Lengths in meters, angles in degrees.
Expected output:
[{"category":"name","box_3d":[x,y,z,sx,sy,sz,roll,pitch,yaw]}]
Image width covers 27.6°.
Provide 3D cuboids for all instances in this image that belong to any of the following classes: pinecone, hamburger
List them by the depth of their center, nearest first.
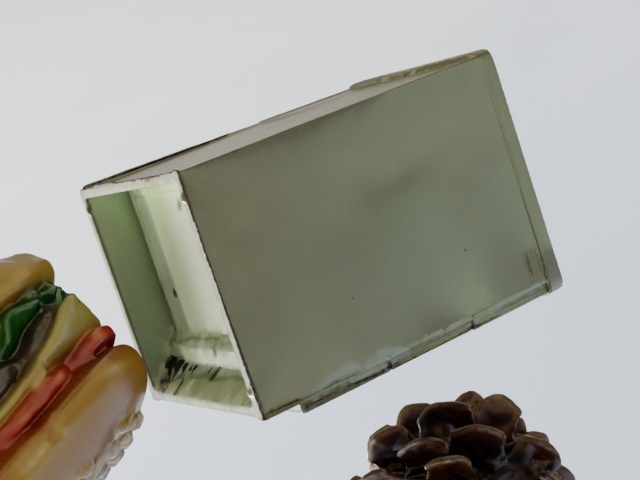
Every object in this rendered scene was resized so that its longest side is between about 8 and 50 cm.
[{"category":"hamburger","box_3d":[-0.151,0.084,0.581,0.162,0.115,0.162,-51,180,0]},{"category":"pinecone","box_3d":[0.116,0.235,1.085,0.208,0.207,0.208,-13,-156,6]}]

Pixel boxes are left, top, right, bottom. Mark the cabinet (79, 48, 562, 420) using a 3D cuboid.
[{"category":"cabinet","box_3d":[0.000,0.000,0.749,0.206,0.150,0.145,-23,-170,-28]}]
